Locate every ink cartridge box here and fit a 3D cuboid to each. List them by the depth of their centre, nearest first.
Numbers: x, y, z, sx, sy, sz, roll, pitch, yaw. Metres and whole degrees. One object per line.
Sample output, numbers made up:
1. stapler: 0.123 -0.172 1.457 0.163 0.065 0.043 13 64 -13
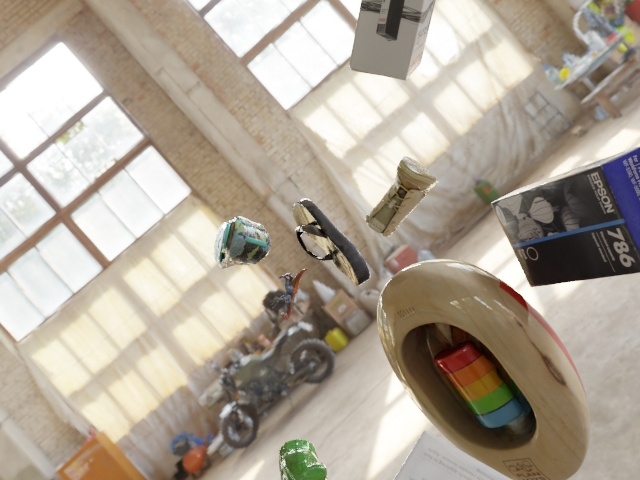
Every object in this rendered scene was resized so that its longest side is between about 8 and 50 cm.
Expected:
1. ink cartridge box: 0.401 -0.027 1.025 0.065 0.165 0.332 -25 0 -23
2. ink cartridge box: 0.148 -0.449 1.258 0.197 0.114 0.273 -55 -21 -62

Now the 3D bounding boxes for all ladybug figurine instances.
1. ladybug figurine: 0.284 0.211 1.154 0.305 0.449 0.162 -28 9 46

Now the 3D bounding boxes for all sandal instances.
1. sandal: 0.000 0.000 1.190 0.054 0.097 0.254 -30 32 -10

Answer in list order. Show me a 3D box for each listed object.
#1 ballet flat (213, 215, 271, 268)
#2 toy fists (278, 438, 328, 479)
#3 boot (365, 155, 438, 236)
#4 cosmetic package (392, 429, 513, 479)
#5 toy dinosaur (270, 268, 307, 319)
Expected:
1. ballet flat: -0.098 0.008 0.868 0.070 0.070 0.188 -42 9 -8
2. toy fists: -0.015 0.503 1.241 0.096 0.279 0.142 -7 22 -6
3. boot: 0.157 -0.084 1.397 0.165 0.077 0.213 -48 -12 11
4. cosmetic package: 0.140 0.362 0.807 0.184 0.151 0.151 -47 -31 -30
5. toy dinosaur: -0.058 0.104 1.284 0.090 0.082 0.047 -17 1 8
